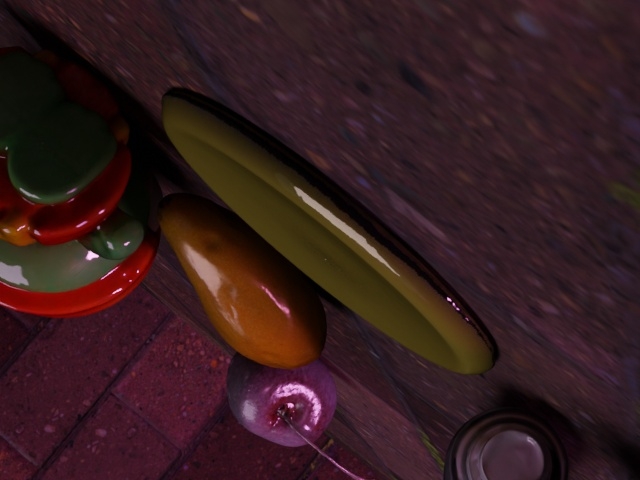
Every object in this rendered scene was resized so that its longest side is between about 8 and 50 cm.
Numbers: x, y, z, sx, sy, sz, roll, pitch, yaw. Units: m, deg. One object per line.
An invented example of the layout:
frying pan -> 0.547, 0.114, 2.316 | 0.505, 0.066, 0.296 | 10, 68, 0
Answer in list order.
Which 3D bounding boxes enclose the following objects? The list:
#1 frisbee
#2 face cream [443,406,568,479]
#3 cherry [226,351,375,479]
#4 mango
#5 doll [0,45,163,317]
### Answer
frisbee -> 0.000, 0.000, 0.737 | 0.236, 0.017, 0.236 | 38, 172, 7
face cream -> 0.115, 0.155, 0.854 | 0.073, 0.073, 0.283 | 37, 171, 13
cherry -> -0.026, 0.181, 1.469 | 0.188, 0.115, 0.148 | 38, 154, -25
mango -> -0.048, 0.034, 0.936 | 0.098, 0.075, 0.190 | 25, 158, 38
doll -> -0.205, -0.026, 0.986 | 0.183, 0.160, 0.363 | 38, 172, 2
